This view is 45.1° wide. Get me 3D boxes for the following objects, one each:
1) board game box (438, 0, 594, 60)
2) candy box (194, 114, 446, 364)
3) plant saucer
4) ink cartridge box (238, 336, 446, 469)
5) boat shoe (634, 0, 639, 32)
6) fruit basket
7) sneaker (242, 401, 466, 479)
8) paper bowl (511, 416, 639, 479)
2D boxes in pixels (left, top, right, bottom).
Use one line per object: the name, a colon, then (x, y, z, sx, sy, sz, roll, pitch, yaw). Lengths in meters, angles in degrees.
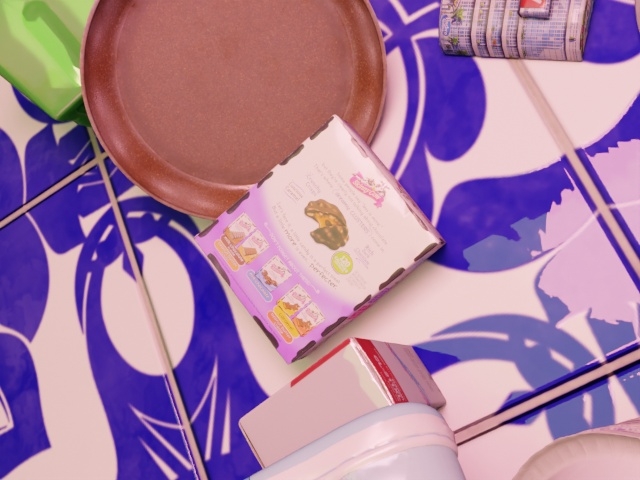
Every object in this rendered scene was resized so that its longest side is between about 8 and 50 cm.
board game box: (0.226, -0.283, 0.770, 0.194, 0.060, 0.194, 9, 82, 27)
candy box: (0.000, 0.000, 0.786, 0.196, 0.070, 0.165, -40, 79, 12)
plant saucer: (-0.087, -0.170, 0.802, 0.310, 0.310, 0.050, -38, 24, 12)
ink cartridge box: (0.028, 0.154, 0.699, 0.127, 0.175, 0.072, -39, 68, 12)
boat shoe: (0.351, -0.173, 0.688, 0.070, 0.078, 0.220, -9, 68, -13)
fruit basket: (-0.263, -0.360, 0.915, 0.391, 0.283, 0.393, 1, 93, 13)
sneaker: (-0.011, 0.275, 0.543, 0.319, 0.127, 0.208, -34, 50, 6)
paper bowl: (0.229, 0.270, 0.524, 0.284, 0.148, 0.285, 4, 95, 58)
